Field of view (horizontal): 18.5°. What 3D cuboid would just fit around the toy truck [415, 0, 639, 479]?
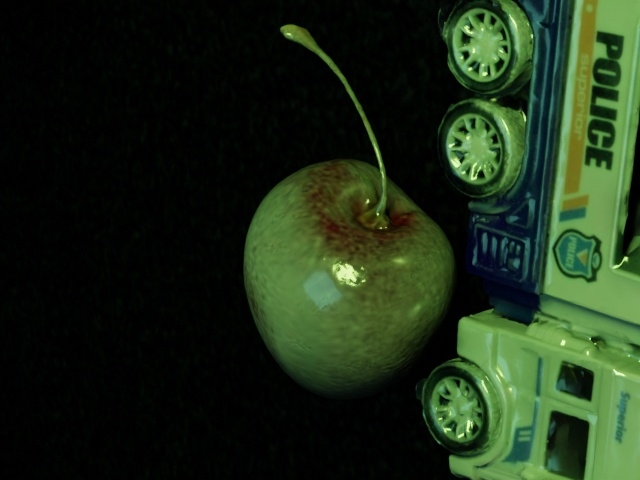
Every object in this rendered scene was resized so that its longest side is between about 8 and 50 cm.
[{"bbox_3d":[0.144,-0.004,0.901,0.155,0.124,0.268,19,113,41],"label":"toy truck"}]

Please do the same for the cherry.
[{"bbox_3d":[0.002,0.004,1.098,0.188,0.115,0.148,54,175,35],"label":"cherry"}]
